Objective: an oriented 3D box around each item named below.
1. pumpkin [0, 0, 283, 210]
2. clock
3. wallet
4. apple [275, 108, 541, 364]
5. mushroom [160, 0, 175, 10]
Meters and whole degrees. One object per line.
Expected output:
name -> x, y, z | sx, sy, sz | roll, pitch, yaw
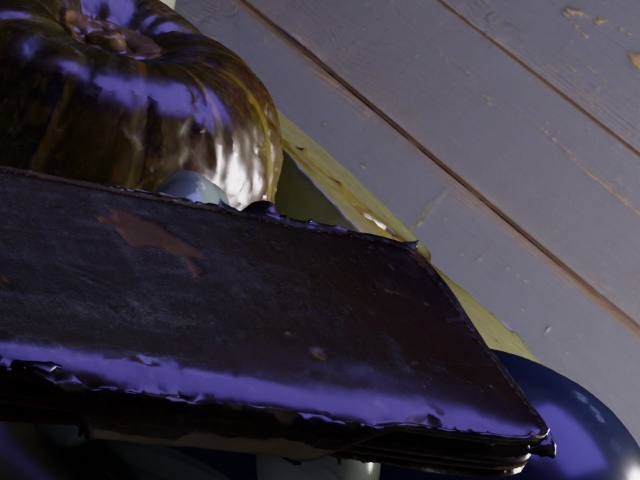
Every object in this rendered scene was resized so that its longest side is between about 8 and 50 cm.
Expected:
pumpkin -> -0.125, -0.044, 0.703 | 0.219, 0.162, 0.219 | 24, 19, -9
clock -> 0.012, 0.085, 0.543 | 0.243, 0.146, 0.199 | 35, -7, 3
wallet -> -0.050, 0.020, 0.417 | 0.232, 0.031, 0.122 | 12, 26, -28
apple -> 0.000, 0.000, 0.997 | 0.320, 0.312, 0.360 | -7, -24, 31
mushroom -> -0.251, -0.257, 1.193 | 0.315, 0.315, 0.356 | 43, 0, -17
